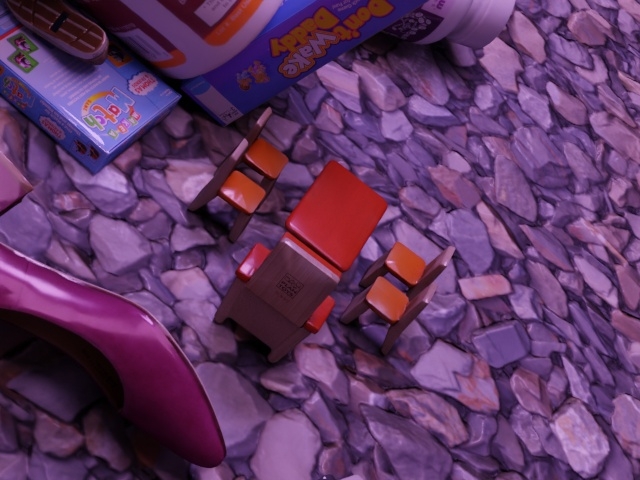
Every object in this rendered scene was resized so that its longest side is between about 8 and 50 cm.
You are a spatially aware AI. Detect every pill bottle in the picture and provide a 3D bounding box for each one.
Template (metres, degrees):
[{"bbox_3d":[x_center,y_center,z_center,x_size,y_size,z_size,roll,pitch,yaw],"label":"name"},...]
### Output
[{"bbox_3d":[0.097,-0.350,2.157,0.301,0.169,0.169,16,42,-27],"label":"pill bottle"},{"bbox_3d":[-0.225,-0.366,1.754,0.392,0.224,0.224,39,32,-34],"label":"pill bottle"}]

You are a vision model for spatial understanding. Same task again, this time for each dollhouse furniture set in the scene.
[{"bbox_3d":[0.000,0.000,1.736,0.262,0.135,0.259,37,36,-3],"label":"dollhouse furniture set"}]

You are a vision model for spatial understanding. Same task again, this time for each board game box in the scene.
[{"bbox_3d":[-0.001,-0.306,1.877,0.078,0.347,0.233,41,30,-37],"label":"board game box"},{"bbox_3d":[-0.270,-0.180,1.771,0.211,0.039,0.160,40,36,2],"label":"board game box"}]

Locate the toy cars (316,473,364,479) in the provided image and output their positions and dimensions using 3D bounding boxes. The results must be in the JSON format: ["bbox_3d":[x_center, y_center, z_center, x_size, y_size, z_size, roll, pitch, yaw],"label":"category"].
[{"bbox_3d":[0.098,0.297,1.553,0.393,0.087,0.176,22,40,-23],"label":"toy cars"}]

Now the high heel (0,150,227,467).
[{"bbox_3d":[-0.255,0.094,1.481,0.377,0.127,0.181,47,66,3],"label":"high heel"}]

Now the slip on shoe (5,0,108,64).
[{"bbox_3d":[-0.275,-0.229,1.754,0.135,0.041,0.051,33,77,14],"label":"slip on shoe"}]
